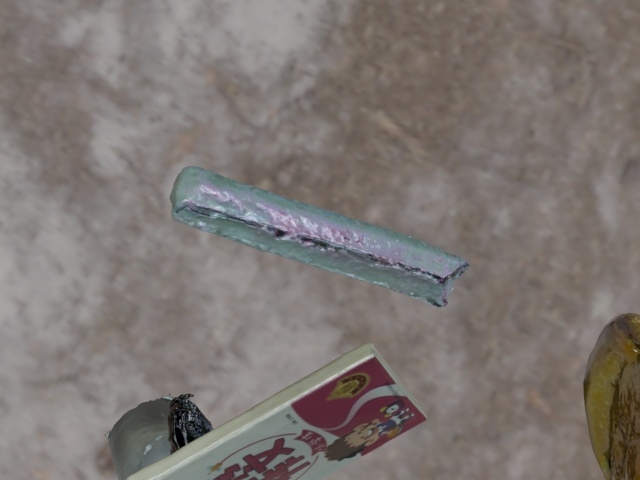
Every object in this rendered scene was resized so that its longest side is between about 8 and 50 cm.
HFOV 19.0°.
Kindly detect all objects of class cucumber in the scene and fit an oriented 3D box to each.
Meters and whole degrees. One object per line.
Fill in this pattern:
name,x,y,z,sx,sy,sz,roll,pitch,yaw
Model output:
cucumber,-0.108,0.223,1.753,0.053,0.053,0.181,-22,108,-33

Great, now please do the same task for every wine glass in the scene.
wine glass,-0.160,0.294,2.226,0.126,0.241,0.126,-16,129,-21

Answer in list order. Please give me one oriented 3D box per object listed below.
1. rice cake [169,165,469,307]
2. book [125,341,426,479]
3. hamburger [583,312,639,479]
rice cake,0.001,-0.001,1.214,0.207,0.033,0.033,18,54,-21
book,-0.033,0.175,1.600,0.232,0.022,0.162,-30,148,4
hamburger,0.223,0.120,1.076,0.113,0.185,0.177,-1,84,-11
